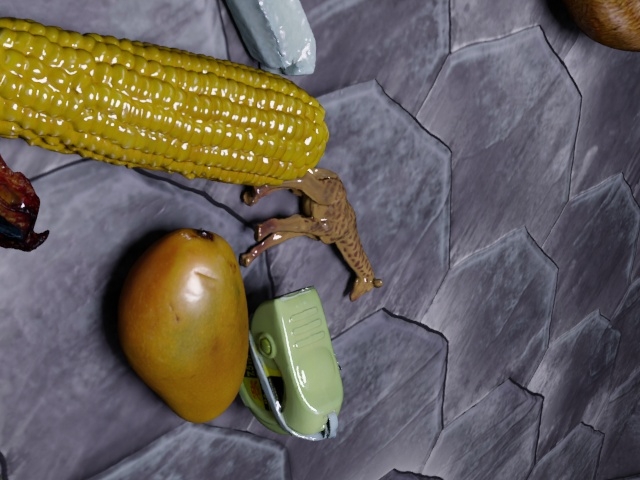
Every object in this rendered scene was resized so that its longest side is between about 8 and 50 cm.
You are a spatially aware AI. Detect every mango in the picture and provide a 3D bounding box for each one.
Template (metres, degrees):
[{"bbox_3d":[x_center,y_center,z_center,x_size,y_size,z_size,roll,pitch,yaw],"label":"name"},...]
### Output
[{"bbox_3d":[-0.143,0.103,0.693,0.138,0.113,0.254,-28,133,-35],"label":"mango"}]

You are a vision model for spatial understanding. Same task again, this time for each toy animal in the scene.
[{"bbox_3d":[0.004,-0.009,0.819,0.275,0.054,0.149,20,97,-46],"label":"toy animal"}]

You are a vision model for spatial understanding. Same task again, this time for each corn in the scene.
[{"bbox_3d":[-0.138,-0.116,0.595,0.363,0.120,0.121,2,107,-40],"label":"corn"}]

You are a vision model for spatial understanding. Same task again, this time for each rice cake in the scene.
[{"bbox_3d":[-0.085,-0.297,0.594,0.063,0.066,0.336,-42,132,-22],"label":"rice cake"}]

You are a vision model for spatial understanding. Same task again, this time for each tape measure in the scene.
[{"bbox_3d":[-0.041,0.154,0.778,0.087,0.154,0.178,-12,86,-42],"label":"tape measure"}]

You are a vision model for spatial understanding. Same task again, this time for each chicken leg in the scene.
[{"bbox_3d":[-0.303,-0.071,0.477,0.253,0.105,0.051,48,47,-38],"label":"chicken leg"}]

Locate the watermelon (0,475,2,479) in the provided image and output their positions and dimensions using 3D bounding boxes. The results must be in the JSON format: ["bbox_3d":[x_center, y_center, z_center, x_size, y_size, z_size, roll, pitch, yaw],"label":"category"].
[{"bbox_3d":[-0.349,0.261,0.554,0.140,0.140,0.188,10,102,-45],"label":"watermelon"}]

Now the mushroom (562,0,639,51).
[{"bbox_3d":[0.481,-0.449,0.959,0.344,0.239,0.345,-14,130,-17],"label":"mushroom"}]
